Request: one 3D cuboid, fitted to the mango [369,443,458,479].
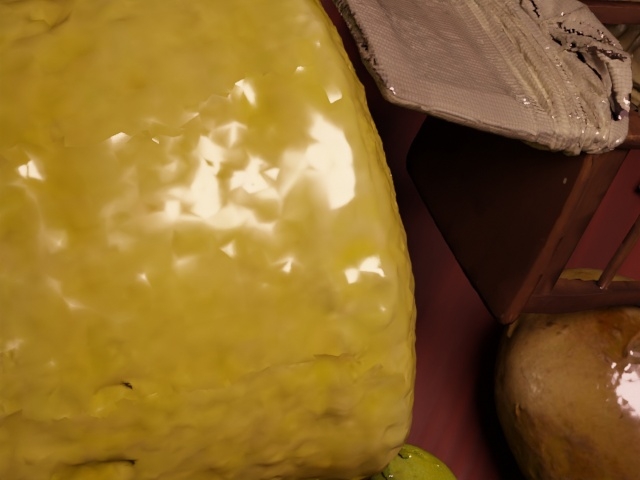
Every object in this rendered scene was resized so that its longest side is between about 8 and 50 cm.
[{"bbox_3d":[0.069,0.215,1.140,0.091,0.074,0.165,-8,82,-25],"label":"mango"}]

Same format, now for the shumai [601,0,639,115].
[{"bbox_3d":[0.154,-0.165,1.202,0.260,0.225,0.222,-8,118,10],"label":"shumai"}]

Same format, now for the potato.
[{"bbox_3d":[0.243,0.150,1.182,0.210,0.173,0.307,-45,101,-25],"label":"potato"}]

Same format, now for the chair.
[{"bbox_3d":[0.110,-0.062,1.034,0.319,0.186,0.160,1,45,-31],"label":"chair"}]

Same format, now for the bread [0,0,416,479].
[{"bbox_3d":[-0.126,-0.006,0.967,0.307,0.348,0.348,-11,83,-15],"label":"bread"}]
